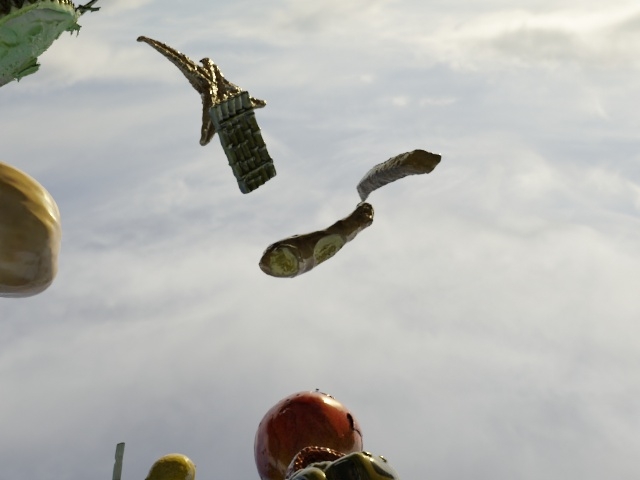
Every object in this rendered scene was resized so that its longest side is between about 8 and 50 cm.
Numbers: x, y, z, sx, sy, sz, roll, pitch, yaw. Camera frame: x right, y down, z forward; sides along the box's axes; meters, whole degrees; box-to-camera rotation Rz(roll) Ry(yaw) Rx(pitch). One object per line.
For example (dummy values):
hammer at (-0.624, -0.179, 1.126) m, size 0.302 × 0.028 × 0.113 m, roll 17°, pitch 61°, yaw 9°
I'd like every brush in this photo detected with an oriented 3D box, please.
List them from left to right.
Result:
brush at (-0.374, 0.409, 1.181) m, size 0.016 × 0.084 × 0.013 m, roll 2°, pitch -163°, yaw -32°

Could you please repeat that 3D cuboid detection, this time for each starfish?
starfish at (-0.177, -0.236, 1.065) m, size 0.048 × 0.295 × 0.231 m, roll -30°, pitch -121°, yaw 24°

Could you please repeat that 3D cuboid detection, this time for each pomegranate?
pomegranate at (-0.021, 0.402, 1.206) m, size 0.210 × 0.210 × 0.235 m, roll -6°, pitch -123°, yaw -4°

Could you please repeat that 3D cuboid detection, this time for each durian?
durian at (-0.353, -0.246, 0.736) m, size 0.215 × 0.100 × 0.086 m, roll -42°, pitch -121°, yaw -12°

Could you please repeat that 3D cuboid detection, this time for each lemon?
lemon at (-0.221, 0.346, 0.939) m, size 0.083 × 0.062 × 0.062 m, roll -8°, pitch -151°, yaw -35°

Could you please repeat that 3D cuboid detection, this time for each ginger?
ginger at (0.000, 0.000, 1.341) m, size 0.294 × 0.086 × 0.131 m, roll -30°, pitch -172°, yaw -25°

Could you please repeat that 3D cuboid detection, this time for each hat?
hat at (0.004, 0.362, 0.845) m, size 0.093 × 0.163 × 0.112 m, roll -9°, pitch -148°, yaw -30°

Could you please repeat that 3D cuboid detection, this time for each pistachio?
pistachio at (-0.585, -0.019, 1.126) m, size 0.308 × 0.230 × 0.230 m, roll 31°, pitch -141°, yaw 5°

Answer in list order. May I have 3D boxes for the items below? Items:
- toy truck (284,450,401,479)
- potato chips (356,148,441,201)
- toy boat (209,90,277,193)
toy truck at (0.050, 0.298, 0.611) m, size 0.147 × 0.165 × 0.224 m, roll 29°, pitch -159°, yaw -30°
potato chips at (0.160, -0.157, 1.582) m, size 0.080 × 0.057 × 0.407 m, roll 28°, pitch 164°, yaw -14°
toy boat at (-0.093, -0.121, 0.787) m, size 0.016 × 0.115 × 0.063 m, roll 2°, pitch -149°, yaw 43°
